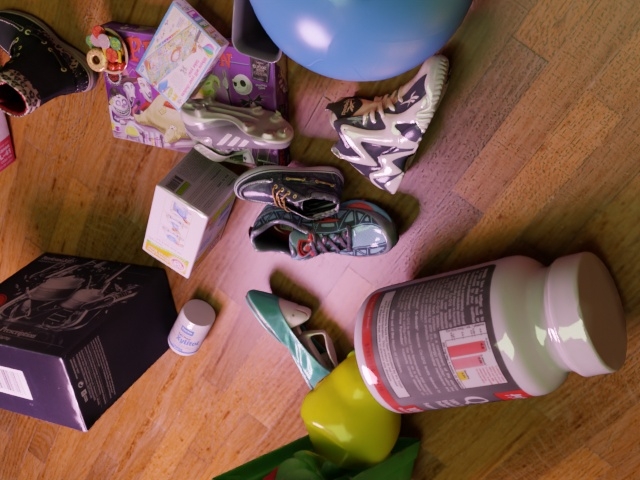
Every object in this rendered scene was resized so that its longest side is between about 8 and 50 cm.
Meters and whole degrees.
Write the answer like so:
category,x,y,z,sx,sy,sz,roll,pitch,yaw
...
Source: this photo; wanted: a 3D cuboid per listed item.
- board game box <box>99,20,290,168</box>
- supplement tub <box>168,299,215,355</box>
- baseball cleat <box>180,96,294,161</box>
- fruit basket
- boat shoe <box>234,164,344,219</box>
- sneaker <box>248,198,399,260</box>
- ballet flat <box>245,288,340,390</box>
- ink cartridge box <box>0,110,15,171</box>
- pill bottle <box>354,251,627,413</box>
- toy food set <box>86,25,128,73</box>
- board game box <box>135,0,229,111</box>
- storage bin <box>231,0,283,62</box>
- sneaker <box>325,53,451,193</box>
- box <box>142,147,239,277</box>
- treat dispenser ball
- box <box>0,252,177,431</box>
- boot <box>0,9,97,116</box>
category,x,y,z,sx,sy,sz,roll,pitch,yaw
board game box,-0.215,-0.245,1.352,0.347,0.056,0.208,14,120,23
supplement tub,-0.262,0.177,1.621,0.071,0.071,0.107,36,131,6
baseball cleat,-0.129,-0.169,1.287,0.206,0.072,0.109,22,141,23
fruit basket,0.017,0.368,1.421,0.283,0.392,0.392,-4,116,31
boat shoe,-0.054,-0.076,1.296,0.183,0.083,0.065,-5,130,8
sneaker,0.000,0.000,1.324,0.262,0.125,0.104,4,120,28
ballet flat,-0.037,0.173,1.495,0.087,0.083,0.247,-34,99,15
ink cartridge box,-0.745,-0.282,1.563,0.226,0.131,0.306,22,132,18
pill bottle,0.250,0.139,1.210,0.363,0.210,0.210,-17,109,37
toy food set,-0.359,-0.319,1.348,0.083,0.020,0.082,20,126,20
board game box,-0.223,-0.293,1.280,0.103,0.026,0.154,44,130,0
storage bin,-0.063,-0.342,1.173,0.098,0.091,0.135,21,128,18
sneaker,0.086,-0.191,1.176,0.153,0.094,0.235,26,139,4
box,-0.229,-0.045,1.411,0.103,0.114,0.203,33,142,3
treat dispenser ball,0.049,-0.340,0.980,0.288,0.288,0.288,15,124,22
box,-0.521,0.188,1.621,0.343,0.312,0.178,6,121,26
boot,-0.536,-0.314,1.405,0.236,0.178,0.085,33,129,8
